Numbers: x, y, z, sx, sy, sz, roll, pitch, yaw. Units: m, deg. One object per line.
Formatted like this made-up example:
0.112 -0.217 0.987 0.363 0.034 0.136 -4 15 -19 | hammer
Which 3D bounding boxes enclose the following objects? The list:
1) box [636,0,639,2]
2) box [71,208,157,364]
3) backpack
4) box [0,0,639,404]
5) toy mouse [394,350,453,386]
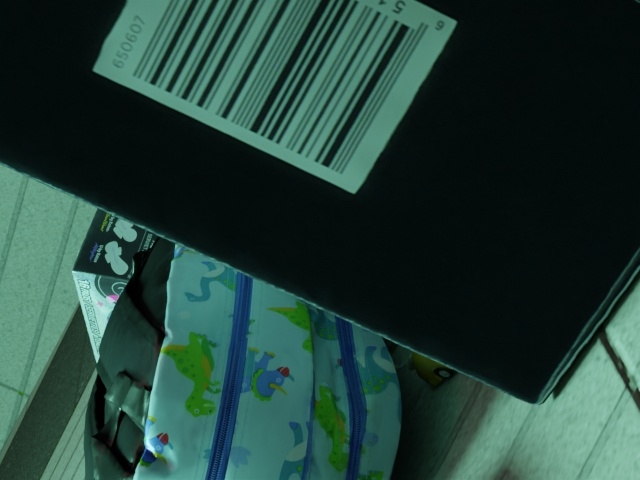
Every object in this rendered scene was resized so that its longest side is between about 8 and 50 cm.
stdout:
0.220 -0.221 0.629 0.294 0.296 0.182 -56 15 31 | box
-0.146 0.053 1.753 0.247 0.142 0.163 85 -163 -54 | box
-0.067 0.126 1.277 0.355 0.273 0.290 -17 -55 -82 | backpack
-0.014 -0.207 1.124 0.297 0.480 0.472 -60 13 25 | box
0.090 0.038 1.255 0.161 0.031 0.143 -43 24 59 | toy mouse
